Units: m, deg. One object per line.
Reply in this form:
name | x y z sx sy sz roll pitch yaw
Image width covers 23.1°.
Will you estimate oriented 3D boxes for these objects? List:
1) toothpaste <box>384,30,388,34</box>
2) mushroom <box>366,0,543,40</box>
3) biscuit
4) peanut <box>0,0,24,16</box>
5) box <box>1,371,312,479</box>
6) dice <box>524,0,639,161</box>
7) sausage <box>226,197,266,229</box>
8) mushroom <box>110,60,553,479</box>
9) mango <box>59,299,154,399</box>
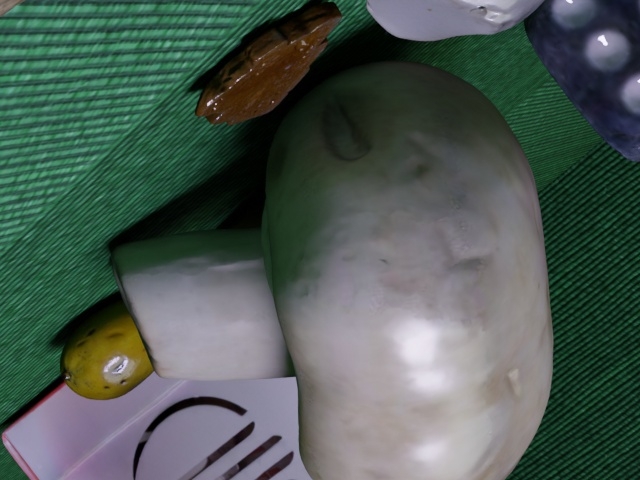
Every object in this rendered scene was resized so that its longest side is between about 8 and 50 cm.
toothpaste | 0.135 -0.210 1.179 0.194 0.043 0.067 -29 171 -14
mushroom | 0.130 -0.208 1.039 0.225 0.093 0.116 -44 -172 -17
biscuit | -0.039 -0.113 1.058 0.119 0.019 0.130 -35 170 -11
peanut | -0.145 -0.098 0.360 0.263 0.101 0.117 5 133 -49
box | -0.081 0.212 1.653 0.314 0.300 0.312 -39 170 12
dice | 0.314 -0.193 1.479 0.181 0.182 0.183 -41 171 18
sausage | 0.000 0.000 1.464 0.241 0.120 0.136 -31 157 -32
mushroom | 0.045 0.053 1.225 0.353 0.325 0.353 -30 159 -13
mango | -0.175 0.092 1.427 0.103 0.076 0.161 -48 175 25
